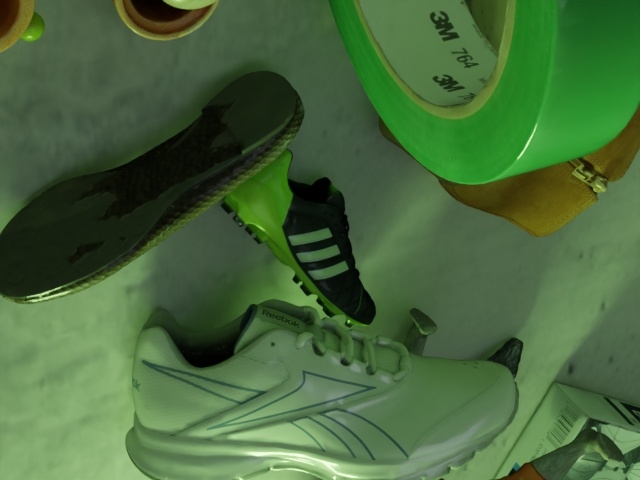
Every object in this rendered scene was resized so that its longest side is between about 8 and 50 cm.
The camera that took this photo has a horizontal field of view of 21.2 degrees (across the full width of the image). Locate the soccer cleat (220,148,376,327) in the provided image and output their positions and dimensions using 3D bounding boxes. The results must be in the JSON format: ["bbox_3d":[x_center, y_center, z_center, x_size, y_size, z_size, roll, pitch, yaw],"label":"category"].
[{"bbox_3d":[0.000,0.000,1.277,0.072,0.060,0.179,-44,127,-1],"label":"soccer cleat"}]

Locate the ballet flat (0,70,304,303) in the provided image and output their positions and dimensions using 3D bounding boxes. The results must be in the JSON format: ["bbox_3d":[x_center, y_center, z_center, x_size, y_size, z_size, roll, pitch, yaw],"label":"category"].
[{"bbox_3d":[-0.117,-0.030,1.190,0.250,0.084,0.058,-36,154,-9],"label":"ballet flat"}]

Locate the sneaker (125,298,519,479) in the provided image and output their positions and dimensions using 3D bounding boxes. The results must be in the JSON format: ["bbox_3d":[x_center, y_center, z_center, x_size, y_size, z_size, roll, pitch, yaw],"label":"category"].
[{"bbox_3d":[-0.002,0.110,1.263,0.297,0.111,0.129,-3,114,1],"label":"sneaker"}]

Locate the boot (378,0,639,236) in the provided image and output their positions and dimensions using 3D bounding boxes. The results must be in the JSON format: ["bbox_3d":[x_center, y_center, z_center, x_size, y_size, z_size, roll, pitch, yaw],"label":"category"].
[{"bbox_3d":[0.193,-0.146,1.276,0.211,0.104,0.295,24,110,-42],"label":"boot"}]

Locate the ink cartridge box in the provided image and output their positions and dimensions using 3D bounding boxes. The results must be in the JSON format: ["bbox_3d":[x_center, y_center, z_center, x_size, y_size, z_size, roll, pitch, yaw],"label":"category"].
[{"bbox_3d":[0.306,0.244,1.594,0.333,0.065,0.165,16,109,-36],"label":"ink cartridge box"}]

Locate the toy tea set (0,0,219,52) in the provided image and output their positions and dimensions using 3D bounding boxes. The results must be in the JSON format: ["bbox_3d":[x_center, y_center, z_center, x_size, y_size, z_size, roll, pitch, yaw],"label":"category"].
[{"bbox_3d":[-0.199,-0.182,1.011,0.336,0.124,0.200,-9,122,-24],"label":"toy tea set"}]

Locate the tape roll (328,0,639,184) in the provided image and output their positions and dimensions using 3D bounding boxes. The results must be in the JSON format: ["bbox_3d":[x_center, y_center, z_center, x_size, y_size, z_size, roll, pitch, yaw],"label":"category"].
[{"bbox_3d":[0.088,-0.197,1.032,0.077,0.321,0.321,-16,125,-21],"label":"tape roll"}]

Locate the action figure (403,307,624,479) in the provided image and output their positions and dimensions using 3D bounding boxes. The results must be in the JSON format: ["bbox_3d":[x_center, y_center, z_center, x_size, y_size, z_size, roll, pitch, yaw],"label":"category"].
[{"bbox_3d":[0.109,0.259,1.428,0.341,0.178,0.330,30,108,-13],"label":"action figure"}]
